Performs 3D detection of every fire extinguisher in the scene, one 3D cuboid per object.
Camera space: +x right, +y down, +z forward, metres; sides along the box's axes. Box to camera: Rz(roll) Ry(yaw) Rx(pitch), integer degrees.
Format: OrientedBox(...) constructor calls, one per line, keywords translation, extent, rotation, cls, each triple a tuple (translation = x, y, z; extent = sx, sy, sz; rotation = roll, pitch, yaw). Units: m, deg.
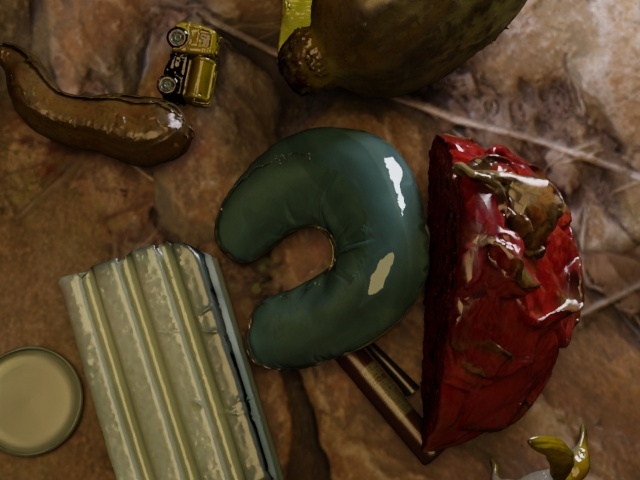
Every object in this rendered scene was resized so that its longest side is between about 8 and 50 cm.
OrientedBox(translation=(0.061, 0.138, 1.330), extent=(0.049, 0.035, 0.173), rotation=(-40, 82, -1), cls="fire extinguisher")

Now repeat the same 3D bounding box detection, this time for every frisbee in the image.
OrientedBox(translation=(-0.288, 0.159, 1.356), extent=(0.110, 0.014, 0.110), rotation=(-1, 77, 4), cls="frisbee")

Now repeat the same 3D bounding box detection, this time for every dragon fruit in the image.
OrientedBox(translation=(0.178, 0.034, 1.251), extent=(0.152, 0.205, 0.316), rotation=(4, 75, -2), cls="dragon fruit")

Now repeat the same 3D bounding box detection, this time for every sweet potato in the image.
OrientedBox(translation=(-0.237, -0.129, 1.390), extent=(0.233, 0.062, 0.081), rotation=(21, 65, 11), cls="sweet potato")

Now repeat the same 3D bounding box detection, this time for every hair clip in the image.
OrientedBox(translation=(-0.015, -0.253, 1.406), extent=(0.072, 0.046, 0.173), rotation=(-2, 80, 0), cls="hair clip")

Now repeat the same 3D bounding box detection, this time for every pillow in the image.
OrientedBox(translation=(0.000, 0.000, 1.322), extent=(0.214, 0.086, 0.233), rotation=(-25, 68, 13), cls="pillow")

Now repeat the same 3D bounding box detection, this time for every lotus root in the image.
OrientedBox(translation=(0.094, -0.240, 1.340), extent=(0.309, 0.173, 0.173), rotation=(-43, 79, -10), cls="lotus root")

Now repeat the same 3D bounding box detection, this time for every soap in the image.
OrientedBox(translation=(-0.139, 0.140, 1.316), extent=(0.150, 0.094, 0.261), rotation=(-19, 79, 6), cls="soap")

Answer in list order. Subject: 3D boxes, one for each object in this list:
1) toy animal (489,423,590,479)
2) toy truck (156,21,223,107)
OrientedBox(translation=(0.199, 0.224, 1.279), extent=(0.095, 0.219, 0.155), rotation=(-1, 40, 20), cls="toy animal")
OrientedBox(translation=(-0.131, -0.179, 1.398), extent=(0.054, 0.049, 0.083), rotation=(9, 80, 4), cls="toy truck")
